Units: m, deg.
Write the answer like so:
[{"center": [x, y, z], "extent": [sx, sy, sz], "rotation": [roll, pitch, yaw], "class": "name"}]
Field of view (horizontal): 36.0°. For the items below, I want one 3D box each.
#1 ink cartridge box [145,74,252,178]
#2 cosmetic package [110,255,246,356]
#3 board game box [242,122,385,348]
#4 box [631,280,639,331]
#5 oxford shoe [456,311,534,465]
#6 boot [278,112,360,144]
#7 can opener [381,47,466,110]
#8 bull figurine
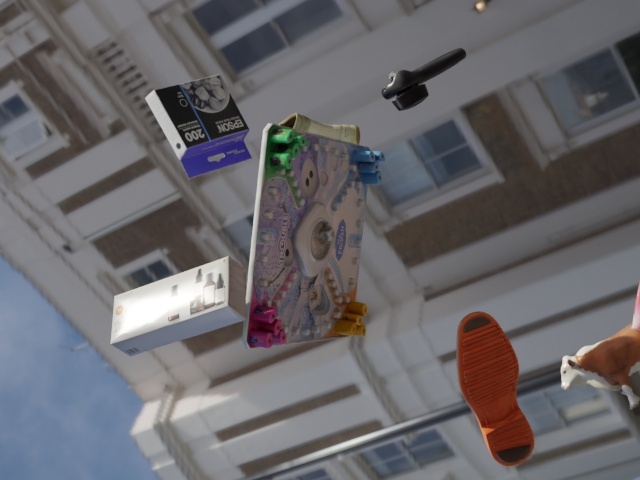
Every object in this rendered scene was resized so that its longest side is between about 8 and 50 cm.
[{"center": [-0.259, -0.258, 2.204], "extent": [0.206, 0.045, 0.208], "rotation": [-25, -94, -46], "class": "ink cartridge box"}, {"center": [-0.239, 0.111, 1.650], "extent": [0.060, 0.239, 0.098], "rotation": [45, -146, -46], "class": "cosmetic package"}, {"center": [0.000, 0.000, 1.837], "extent": [0.390, 0.050, 0.389], "rotation": [3, -87, -60], "class": "board game box"}, {"center": [0.538, 0.069, 1.404], "extent": [0.300, 0.142, 0.154], "rotation": [12, -92, -67], "class": "box"}, {"center": [0.344, 0.297, 2.066], "extent": [0.132, 0.130, 0.363], "rotation": [-119, 12, -67], "class": "oxford shoe"}, {"center": [-0.033, -0.186, 2.105], "extent": [0.165, 0.213, 0.077], "rotation": [10, -128, -27], "class": "boot"}, {"center": [0.190, -0.303, 1.814], "extent": [0.186, 0.059, 0.073], "rotation": [-35, -77, -24], "class": "can opener"}, {"center": [0.726, 0.293, 2.346], "extent": [0.188, 0.310, 0.101], "rotation": [55, 168, 18], "class": "bull figurine"}]
